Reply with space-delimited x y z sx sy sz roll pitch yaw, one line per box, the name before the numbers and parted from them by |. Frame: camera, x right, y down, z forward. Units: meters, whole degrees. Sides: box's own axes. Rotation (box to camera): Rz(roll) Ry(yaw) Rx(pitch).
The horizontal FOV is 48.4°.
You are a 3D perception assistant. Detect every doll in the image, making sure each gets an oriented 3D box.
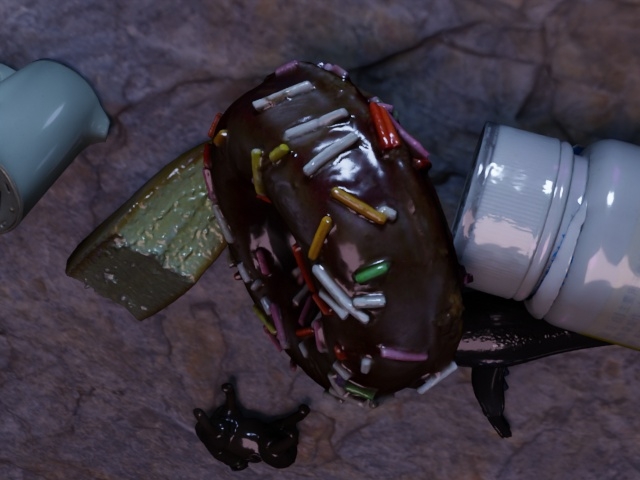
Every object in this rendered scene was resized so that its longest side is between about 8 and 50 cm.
doll | -0.089 0.240 0.864 0.139 0.057 0.165 14 139 7

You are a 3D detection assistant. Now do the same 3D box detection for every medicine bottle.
medicine bottle | 0.226 0.005 0.508 0.258 0.143 0.143 17 130 6

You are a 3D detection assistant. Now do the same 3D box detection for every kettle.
kettle | -0.272 -0.088 0.612 0.126 0.148 0.098 3 129 16

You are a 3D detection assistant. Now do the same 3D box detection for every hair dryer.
hair dryer | 0.193 0.129 0.683 0.195 0.075 0.219 -3 136 11

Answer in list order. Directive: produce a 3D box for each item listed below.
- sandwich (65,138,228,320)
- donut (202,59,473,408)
sandwich | -0.167 0.007 0.688 0.094 0.096 0.258 40 132 -19
donut | 0.000 0.000 0.530 0.270 0.103 0.270 47 152 34
